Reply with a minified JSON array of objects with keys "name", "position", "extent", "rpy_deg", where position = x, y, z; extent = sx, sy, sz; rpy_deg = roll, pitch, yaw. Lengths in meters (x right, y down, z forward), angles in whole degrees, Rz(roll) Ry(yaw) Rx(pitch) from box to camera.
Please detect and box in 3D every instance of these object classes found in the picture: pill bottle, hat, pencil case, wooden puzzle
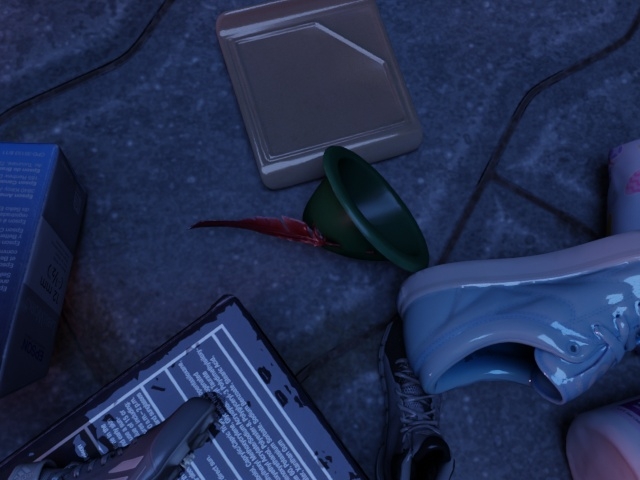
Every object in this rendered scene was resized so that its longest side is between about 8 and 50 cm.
[{"name":"pill bottle","position":[0.454,0.236,0.593],"extent":[0.301,0.169,0.169],"rpy_deg":[-14,81,-6]},{"name":"hat","position":[0.000,0.000,0.661],"extent":[0.183,0.173,0.208],"rpy_deg":[-39,85,25]},{"name":"pencil case","position":[0.423,0.007,0.658],"extent":[0.124,0.113,0.273],"rpy_deg":[1,77,19]},{"name":"wooden puzzle","position":[-0.002,-0.204,0.703],"extent":[0.220,0.044,0.239],"rpy_deg":[-17,86,-8]}]

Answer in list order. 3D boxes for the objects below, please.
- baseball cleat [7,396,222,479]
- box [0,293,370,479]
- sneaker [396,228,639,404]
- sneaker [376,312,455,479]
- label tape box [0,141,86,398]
[{"name":"baseball cleat","position":[-0.179,0.189,0.418],"extent":[0.109,0.072,0.206],"rpy_deg":[38,76,11]},{"name":"box","position":[-0.116,0.262,0.533],"extent":[0.294,0.183,0.296],"rpy_deg":[-35,82,-10]},{"name":"sneaker","position":[0.265,0.094,0.539],"extent":[0.365,0.135,0.150],"rpy_deg":[-12,50,15]},{"name":"sneaker","position":[0.115,0.188,0.592],"extent":[0.086,0.132,0.229],"rpy_deg":[4,80,-4]},{"name":"label tape box","position":[-0.407,0.066,0.535],"extent":[0.249,0.115,0.348],"rpy_deg":[1,64,-5]}]
